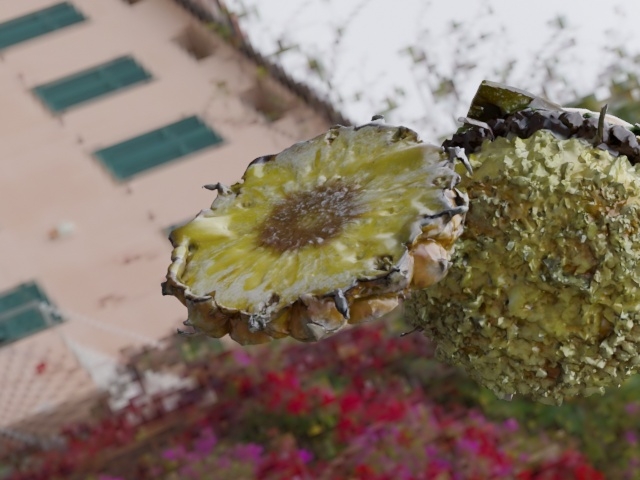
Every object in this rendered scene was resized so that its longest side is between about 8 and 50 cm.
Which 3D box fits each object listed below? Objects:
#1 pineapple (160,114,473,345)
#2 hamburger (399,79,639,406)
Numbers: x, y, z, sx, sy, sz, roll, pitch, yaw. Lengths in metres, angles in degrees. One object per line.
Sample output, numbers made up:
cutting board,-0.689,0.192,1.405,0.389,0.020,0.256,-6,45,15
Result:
pineapple,0.000,0.000,1.085,0.221,0.221,0.047,37,-26,56
hamburger,0.174,0.009,1.293,0.138,0.243,0.261,-67,175,-58
